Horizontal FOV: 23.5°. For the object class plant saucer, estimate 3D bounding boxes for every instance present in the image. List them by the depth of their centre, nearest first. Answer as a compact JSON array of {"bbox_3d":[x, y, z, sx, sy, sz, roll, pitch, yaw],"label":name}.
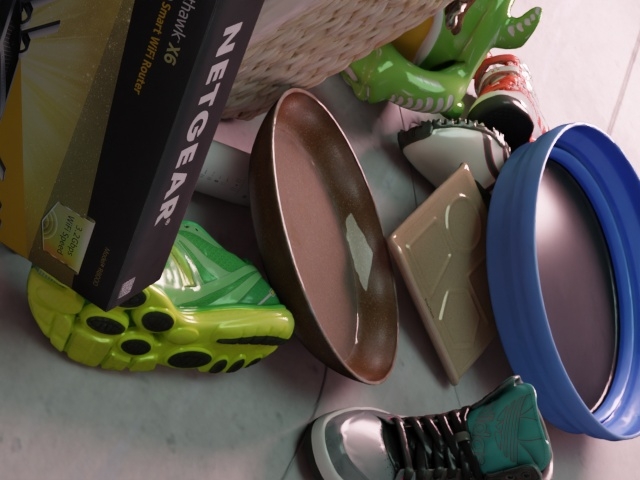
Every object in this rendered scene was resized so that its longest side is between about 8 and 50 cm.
[{"bbox_3d":[0.000,0.000,1.558,0.310,0.050,0.311,-16,90,-72],"label":"plant saucer"}]

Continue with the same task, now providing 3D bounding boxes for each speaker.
[{"bbox_3d":[-0.114,-0.074,1.516,0.136,0.055,0.055,17,53,-46],"label":"speaker"}]

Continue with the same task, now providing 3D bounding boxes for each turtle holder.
[{"bbox_3d":[0.117,-0.273,1.849,0.227,0.243,0.320,30,76,-9],"label":"turtle holder"}]

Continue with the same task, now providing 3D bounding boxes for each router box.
[{"bbox_3d":[-0.192,-0.137,1.160,0.243,0.309,0.081,31,30,15],"label":"router box"}]

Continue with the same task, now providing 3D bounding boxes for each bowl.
[{"bbox_3d":[0.322,0.052,1.886,0.391,0.077,0.391,21,64,-51],"label":"bowl"}]

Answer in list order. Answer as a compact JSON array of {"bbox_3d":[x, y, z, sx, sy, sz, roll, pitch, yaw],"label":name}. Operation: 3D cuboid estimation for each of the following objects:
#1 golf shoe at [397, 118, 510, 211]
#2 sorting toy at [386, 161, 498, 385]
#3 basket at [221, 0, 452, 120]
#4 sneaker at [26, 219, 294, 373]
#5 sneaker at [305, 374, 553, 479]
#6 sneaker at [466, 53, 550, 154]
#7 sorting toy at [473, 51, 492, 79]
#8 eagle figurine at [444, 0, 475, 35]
[{"bbox_3d":[0.200,-0.059,1.888,0.273,0.105,0.120,30,52,-38],"label":"golf shoe"},{"bbox_3d":[0.154,0.037,1.775,0.208,0.038,0.193,-45,117,-47],"label":"sorting toy"},{"bbox_3d":[-0.081,-0.321,1.494,0.266,0.331,0.328,-3,69,-56],"label":"basket"},{"bbox_3d":[-0.150,0.045,1.359,0.295,0.109,0.124,17,39,-51],"label":"sneaker"},{"bbox_3d":[0.137,0.205,1.538,0.295,0.178,0.124,14,55,-48],"label":"sneaker"},{"bbox_3d":[0.229,-0.181,1.989,0.270,0.090,0.145,29,42,-64],"label":"sneaker"},{"bbox_3d":[0.199,-0.250,2.062,0.042,0.061,0.102,40,-10,18],"label":"sorting toy"},{"bbox_3d":[0.064,-0.357,1.664,0.298,0.226,0.225,42,-5,4],"label":"eagle figurine"}]
